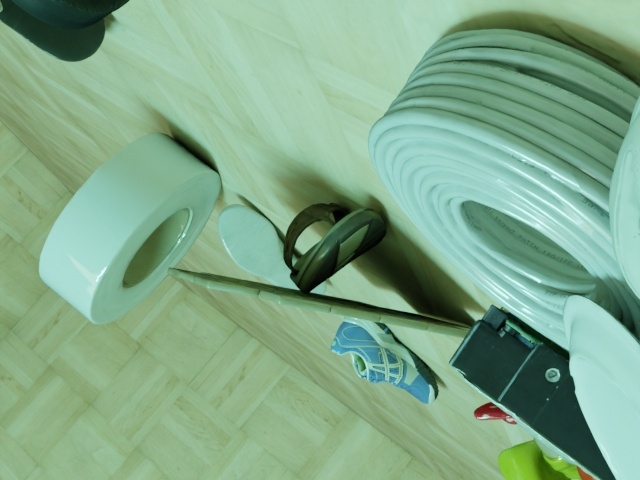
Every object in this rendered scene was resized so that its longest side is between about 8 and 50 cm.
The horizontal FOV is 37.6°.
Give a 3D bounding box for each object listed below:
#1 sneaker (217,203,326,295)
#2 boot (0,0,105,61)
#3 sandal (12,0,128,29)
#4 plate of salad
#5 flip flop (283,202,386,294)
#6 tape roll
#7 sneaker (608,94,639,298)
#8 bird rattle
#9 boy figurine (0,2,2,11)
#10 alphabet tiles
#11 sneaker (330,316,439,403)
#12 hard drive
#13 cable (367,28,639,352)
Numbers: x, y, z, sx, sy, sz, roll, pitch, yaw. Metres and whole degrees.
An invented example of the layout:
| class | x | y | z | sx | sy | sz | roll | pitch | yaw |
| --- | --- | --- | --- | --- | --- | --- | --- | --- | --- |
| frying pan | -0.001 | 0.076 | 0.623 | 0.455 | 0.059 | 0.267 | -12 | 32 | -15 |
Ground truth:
| class | x | y | z | sx | sy | sz | roll | pitch | yaw |
| --- | --- | --- | --- | --- | --- | --- | --- | --- | --- |
| sneaker | -0.086 | 0.019 | 1.451 | 0.212 | 0.080 | 0.094 | 45 | 179 | -26 |
| boot | -0.383 | -0.316 | 1.086 | 0.305 | 0.112 | 0.115 | 41 | 179 | -16 |
| sandal | -0.273 | -0.339 | 0.619 | 0.107 | 0.167 | 0.446 | -21 | 128 | 41 |
| plate of salad | 0.192 | 0.114 | 0.510 | 0.200 | 0.048 | 0.200 | 63 | 179 | 2 |
| flip flop | 0.000 | 0.000 | 1.080 | 0.080 | 0.112 | 0.277 | 55 | 173 | -1 |
| tape roll | -0.273 | -0.016 | 1.374 | 0.100 | 0.286 | 0.286 | 37 | 168 | 9 |
| sneaker | 0.144 | -0.004 | 0.308 | 0.114 | 0.152 | 0.305 | 36 | 169 | 10 |
| bird rattle | 0.287 | 0.211 | 1.003 | 0.207 | 0.143 | 0.253 | 21 | 147 | 26 |
| boy figurine | -0.331 | -0.308 | 0.896 | 0.285 | 0.092 | 0.177 | 26 | 125 | 48 |
| alphabet tiles | 0.006 | 0.072 | 1.092 | 0.342 | 0.011 | 0.285 | 12 | 178 | -24 |
| sneaker | 0.100 | 0.195 | 1.481 | 0.211 | 0.081 | 0.080 | 42 | 166 | -17 |
| hard drive | 0.271 | 0.167 | 0.724 | 0.339 | 0.064 | 0.237 | 37 | -170 | 18 |
| cable | 0.146 | -0.014 | 0.584 | 0.257 | 0.089 | 0.257 | 25 | 161 | 51 |
